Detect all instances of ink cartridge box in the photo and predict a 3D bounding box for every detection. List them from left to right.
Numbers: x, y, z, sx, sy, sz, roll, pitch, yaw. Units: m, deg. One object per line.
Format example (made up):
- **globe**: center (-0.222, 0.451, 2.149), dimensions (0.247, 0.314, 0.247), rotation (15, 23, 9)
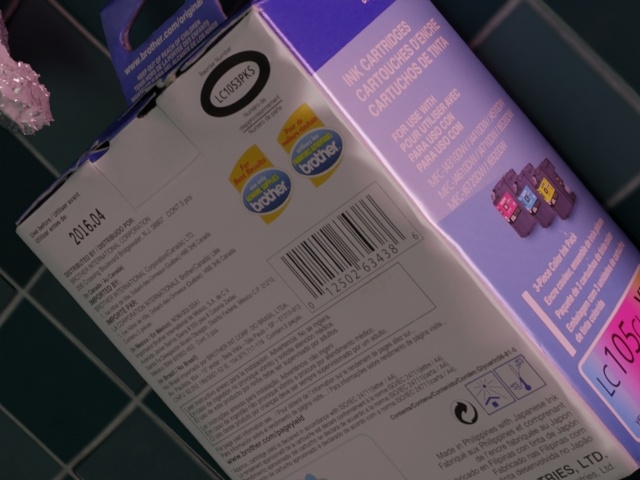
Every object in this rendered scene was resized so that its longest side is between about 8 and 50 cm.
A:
- **ink cartridge box**: center (0.000, 0.000, 0.919), dimensions (0.395, 0.151, 0.270), rotation (49, 130, -7)

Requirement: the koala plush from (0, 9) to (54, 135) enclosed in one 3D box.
- **koala plush**: center (-0.277, -0.159, 0.973), dimensions (0.196, 0.203, 0.221), rotation (4, 133, 29)
